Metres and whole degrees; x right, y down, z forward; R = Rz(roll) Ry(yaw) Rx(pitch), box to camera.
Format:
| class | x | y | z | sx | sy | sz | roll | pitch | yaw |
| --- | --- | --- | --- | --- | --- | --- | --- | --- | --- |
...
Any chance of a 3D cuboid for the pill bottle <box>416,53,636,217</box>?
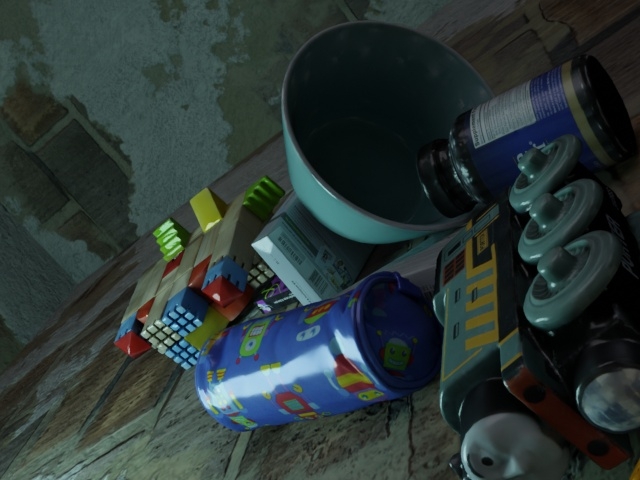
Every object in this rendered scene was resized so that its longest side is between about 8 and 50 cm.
| class | x | y | z | sx | sy | sz | roll | pitch | yaw |
| --- | --- | --- | --- | --- | --- | --- | --- | --- | --- |
| pill bottle | 0.223 | -0.107 | 0.962 | 0.219 | 0.122 | 0.123 | -25 | 20 | 32 |

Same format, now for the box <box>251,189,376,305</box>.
| class | x | y | z | sx | sy | sz | roll | pitch | yaw |
| --- | --- | --- | --- | --- | --- | --- | --- | --- | --- |
| box | 0.000 | 0.000 | 1.197 | 0.038 | 0.145 | 0.186 | -27 | 20 | 41 |

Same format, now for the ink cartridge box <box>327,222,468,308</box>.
| class | x | y | z | sx | sy | sz | roll | pitch | yaw |
| --- | --- | --- | --- | --- | --- | --- | --- | --- | --- |
| ink cartridge box | 0.142 | 0.029 | 0.983 | 0.232 | 0.066 | 0.189 | -23 | 0 | -43 |

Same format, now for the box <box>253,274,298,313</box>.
| class | x | y | z | sx | sy | sz | roll | pitch | yaw |
| --- | --- | --- | --- | --- | --- | --- | --- | --- | --- |
| box | -0.023 | 0.051 | 1.335 | 0.162 | 0.029 | 0.116 | -22 | 23 | 48 |

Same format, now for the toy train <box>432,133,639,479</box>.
| class | x | y | z | sx | sy | sz | roll | pitch | yaw |
| --- | --- | --- | --- | --- | --- | --- | --- | --- | --- |
| toy train | 0.173 | 0.051 | 0.657 | 0.190 | 0.142 | 0.334 | -47 | 12 | 26 |

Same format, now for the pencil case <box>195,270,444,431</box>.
| class | x | y | z | sx | sy | sz | roll | pitch | yaw |
| --- | --- | --- | --- | --- | --- | --- | --- | --- | --- |
| pencil case | -0.007 | 0.118 | 0.906 | 0.306 | 0.119 | 0.133 | -25 | 39 | 46 |

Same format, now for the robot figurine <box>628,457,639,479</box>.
| class | x | y | z | sx | sy | sz | roll | pitch | yaw |
| --- | --- | --- | --- | --- | --- | --- | --- | --- | --- |
| robot figurine | 0.200 | 0.151 | 0.360 | 0.211 | 0.085 | 0.291 | -27 | 19 | 44 |

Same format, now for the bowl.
| class | x | y | z | sx | sy | sz | roll | pitch | yaw |
| --- | --- | --- | --- | --- | --- | --- | --- | --- | --- |
| bowl | 0.078 | -0.120 | 1.148 | 0.311 | 0.311 | 0.163 | -49 | -3 | -30 |

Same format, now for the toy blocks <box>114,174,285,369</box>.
| class | x | y | z | sx | sy | sz | roll | pitch | yaw |
| --- | --- | --- | --- | --- | --- | --- | --- | --- | --- |
| toy blocks | -0.209 | 0.091 | 1.451 | 0.381 | 0.191 | 0.261 | -36 | 25 | 27 |
